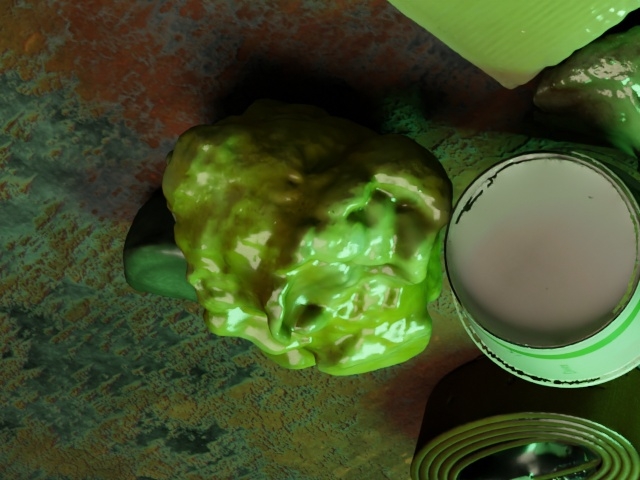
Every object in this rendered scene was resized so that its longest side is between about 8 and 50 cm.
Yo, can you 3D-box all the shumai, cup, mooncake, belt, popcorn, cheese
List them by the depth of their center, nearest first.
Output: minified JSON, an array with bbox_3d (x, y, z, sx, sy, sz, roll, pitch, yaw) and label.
[{"bbox_3d":[0.181,-0.284,1.688,0.242,0.124,0.265,31,142,-23],"label":"cheese"},{"bbox_3d":[0.306,-0.122,1.798,0.201,0.120,0.201,-15,163,-5],"label":"shumai"},{"bbox_3d":[0.230,0.017,1.865,0.253,0.253,0.274,8,177,14],"label":"cup"},{"bbox_3d":[-0.004,-0.012,2.043,0.292,0.293,0.334,-18,161,1],"label":"popcorn"},{"bbox_3d":[-0.147,0.021,2.254,0.175,0.104,0.168,36,138,-26],"label":"mooncake"},{"bbox_3d":[0.259,0.245,2.363,0.339,0.122,0.217,-24,125,41],"label":"belt"}]

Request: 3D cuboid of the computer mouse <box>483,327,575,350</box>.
[{"bbox_3d":[0.251,0.114,2.250,0.135,0.047,0.079,-15,134,35],"label":"computer mouse"}]
